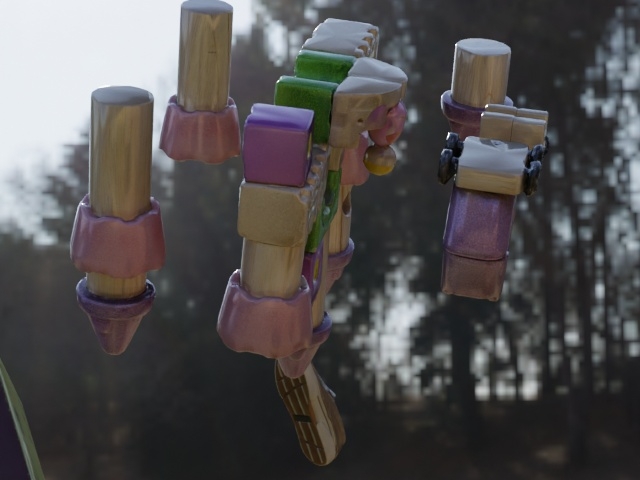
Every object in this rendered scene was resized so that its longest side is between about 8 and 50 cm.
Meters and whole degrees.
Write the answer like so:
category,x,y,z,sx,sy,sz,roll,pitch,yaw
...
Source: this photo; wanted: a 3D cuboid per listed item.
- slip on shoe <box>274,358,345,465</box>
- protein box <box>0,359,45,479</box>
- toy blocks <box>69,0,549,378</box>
category,x,y,z,sx,sy,sz,roll,pitch,yaw
slip on shoe,-0.006,0.157,1.687,0.051,0.135,0.041,3,29,47
protein box,-0.267,0.206,1.243,0.136,0.201,0.200,-17,-16,-9
toy blocks,0.000,0.000,1.233,0.308,0.260,0.288,9,24,9
